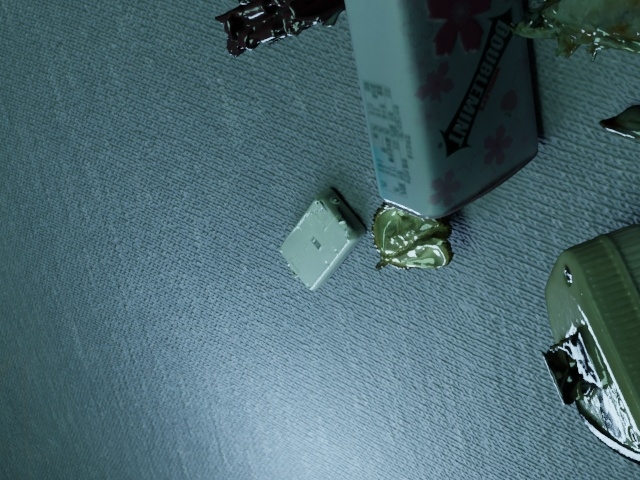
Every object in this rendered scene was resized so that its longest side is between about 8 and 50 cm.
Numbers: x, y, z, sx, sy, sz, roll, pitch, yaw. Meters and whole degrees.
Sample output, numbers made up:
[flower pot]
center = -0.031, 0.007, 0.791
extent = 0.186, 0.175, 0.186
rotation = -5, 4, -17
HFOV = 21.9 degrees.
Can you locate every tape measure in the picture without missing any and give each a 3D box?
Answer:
[tape measure]
center = 0.328, 0.144, 1.752
extent = 0.231, 0.133, 0.271
rotation = 91, 156, -69

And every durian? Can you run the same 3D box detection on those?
[durian]
center = 0.117, -0.008, 2.049
extent = 0.110, 0.071, 0.140
rotation = 50, 136, 2

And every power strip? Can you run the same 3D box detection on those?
[power strip]
center = 0.000, 0.000, 2.258
extent = 0.081, 0.035, 0.192
rotation = 52, 149, 9

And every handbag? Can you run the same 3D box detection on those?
[handbag]
center = 0.006, -0.281, 1.814
extent = 0.203, 0.216, 0.074
rotation = -7, 111, 59

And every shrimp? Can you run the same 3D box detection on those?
[shrimp]
center = 0.328, -0.169, 1.607
extent = 0.360, 0.085, 0.247
rotation = 18, 139, 42

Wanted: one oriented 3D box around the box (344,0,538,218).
[box]
center = 0.125, -0.224, 1.725
extent = 0.112, 0.190, 0.370
rotation = 24, 138, 41
